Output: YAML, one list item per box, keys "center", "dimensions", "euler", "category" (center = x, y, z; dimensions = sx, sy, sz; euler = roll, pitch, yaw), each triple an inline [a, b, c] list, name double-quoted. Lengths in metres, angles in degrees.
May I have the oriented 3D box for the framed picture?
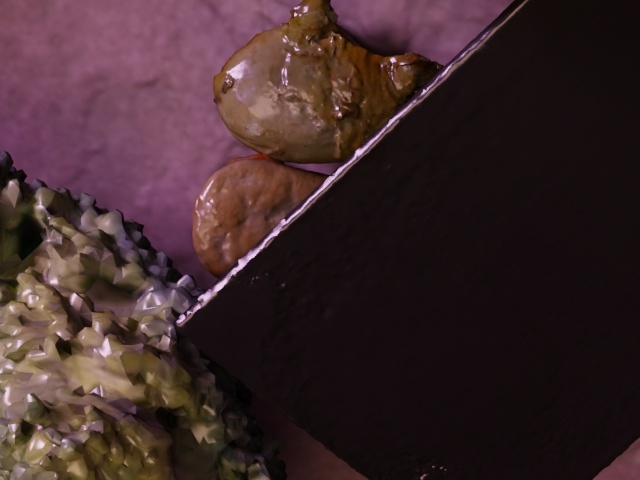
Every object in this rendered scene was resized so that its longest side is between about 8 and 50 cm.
- center: [0.124, 0.002, 0.898]
  dimensions: [0.324, 0.013, 0.244]
  euler: [-43, 121, 10]
  category: "framed picture"

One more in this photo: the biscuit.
- center: [0.000, 0.000, 0.984]
  dimensions: [0.147, 0.018, 0.071]
  euler: [14, 90, -18]
  category: "biscuit"

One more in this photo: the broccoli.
- center: [-0.163, 0.100, 0.935]
  dimensions: [0.249, 0.302, 0.375]
  euler: [-29, 96, 38]
  category: "broccoli"

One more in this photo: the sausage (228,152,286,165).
- center: [-0.014, 0.009, 1.014]
  dimensions: [0.041, 0.039, 0.131]
  euler: [-22, 106, 24]
  category: "sausage"

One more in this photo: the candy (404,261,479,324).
- center: [0.151, -0.033, 0.926]
  dimensions: [0.324, 0.097, 0.097]
  euler: [-21, 106, 7]
  category: "candy"

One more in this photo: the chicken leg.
- center: [0.034, -0.082, 0.954]
  dimensions: [0.178, 0.070, 0.093]
  euler: [6, 108, 4]
  category: "chicken leg"
